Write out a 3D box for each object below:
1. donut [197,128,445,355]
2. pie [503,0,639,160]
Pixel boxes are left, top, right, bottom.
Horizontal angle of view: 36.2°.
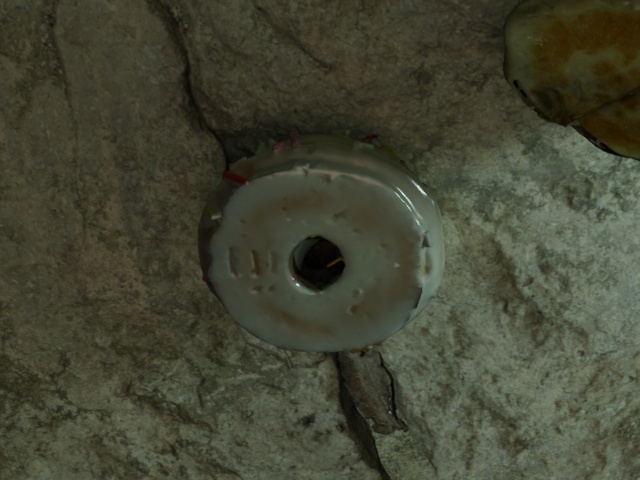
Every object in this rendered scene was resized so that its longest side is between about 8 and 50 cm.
[{"bbox_3d":[0.000,0.000,1.478,0.383,0.142,0.382,1,123,2],"label":"donut"},{"bbox_3d":[0.393,-0.216,1.265,0.339,0.077,0.339,25,154,13],"label":"pie"}]
